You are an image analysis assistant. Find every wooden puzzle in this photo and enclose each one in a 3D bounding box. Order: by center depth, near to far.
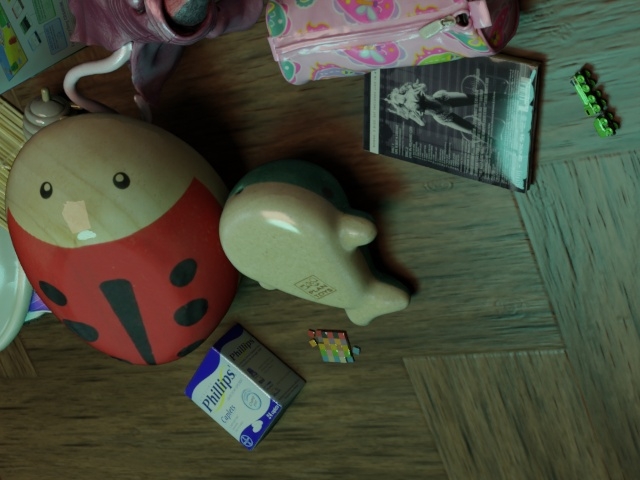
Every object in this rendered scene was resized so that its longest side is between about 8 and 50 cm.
[{"bbox_3d":[0.019,0.149,1.846,0.083,0.006,0.049,0,117,35],"label":"wooden puzzle"}]

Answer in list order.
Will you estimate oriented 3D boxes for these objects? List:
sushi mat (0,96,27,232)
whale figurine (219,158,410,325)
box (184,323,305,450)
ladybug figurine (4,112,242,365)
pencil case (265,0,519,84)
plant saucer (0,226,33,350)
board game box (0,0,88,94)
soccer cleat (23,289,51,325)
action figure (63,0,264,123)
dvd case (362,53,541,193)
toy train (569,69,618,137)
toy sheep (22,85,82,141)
[{"bbox_3d":[-0.460,-0.109,1.937,0.316,0.151,0.019,37,172,10],"label":"sushi mat"},{"bbox_3d":[0.000,0.000,1.704,0.272,0.141,0.216,37,138,-24],"label":"whale figurine"},{"bbox_3d":[-0.113,0.216,1.935,0.137,0.072,0.126,40,132,8],"label":"box"},{"bbox_3d":[-0.254,0.026,1.749,0.305,0.162,0.449,-11,140,8],"label":"ladybug figurine"},{"bbox_3d":[0.078,-0.248,1.468,0.284,0.124,0.124,-3,116,32],"label":"pencil case"},{"bbox_3d":[-0.608,0.001,2.050,0.400,0.100,0.401,12,109,37],"label":"plant saucer"},{"bbox_3d":[-0.441,-0.305,1.668,0.064,0.316,0.242,6,120,32],"label":"board game box"},{"bbox_3d":[-0.410,0.051,2.015,0.318,0.108,0.116,-15,110,43],"label":"soccer cleat"},{"bbox_3d":[-0.208,-0.276,1.521,0.248,0.276,0.370,25,178,-25],"label":"action figure"},{"bbox_3d":[0.150,-0.156,1.555,0.221,0.018,0.165,17,126,26],"label":"dvd case"},{"bbox_3d":[0.301,-0.151,1.456,0.023,0.017,0.083,-18,107,51],"label":"toy train"},{"bbox_3d":[-0.381,-0.165,1.873,0.091,0.091,0.132,22,133,22],"label":"toy sheep"}]
